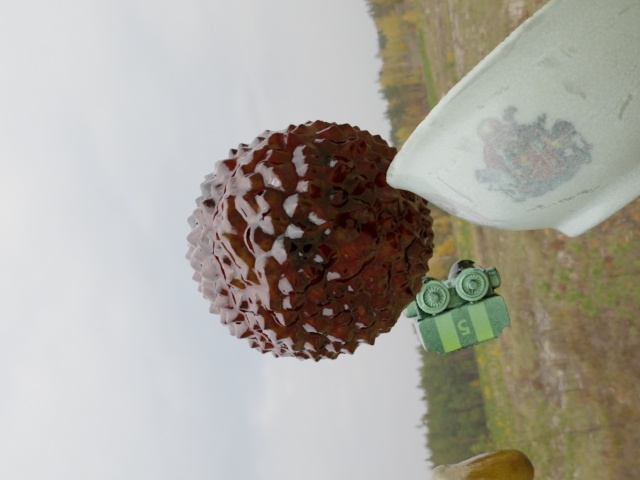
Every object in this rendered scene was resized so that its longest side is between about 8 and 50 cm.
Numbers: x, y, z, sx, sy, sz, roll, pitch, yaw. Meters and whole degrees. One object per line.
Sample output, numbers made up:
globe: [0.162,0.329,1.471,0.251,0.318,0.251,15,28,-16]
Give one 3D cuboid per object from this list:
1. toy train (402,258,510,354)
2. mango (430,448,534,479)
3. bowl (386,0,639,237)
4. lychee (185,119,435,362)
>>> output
toy train: [0.388,0.192,1.909,0.167,0.298,0.238,-72,-38,-84]
mango: [0.359,0.524,1.474,0.136,0.227,0.099,-49,-51,-80]
bowl: [0.304,-0.131,0.779,0.196,0.434,0.435,52,-175,8]
lychee: [0.000,0.000,1.171,0.499,0.424,0.425,-3,-96,-51]
